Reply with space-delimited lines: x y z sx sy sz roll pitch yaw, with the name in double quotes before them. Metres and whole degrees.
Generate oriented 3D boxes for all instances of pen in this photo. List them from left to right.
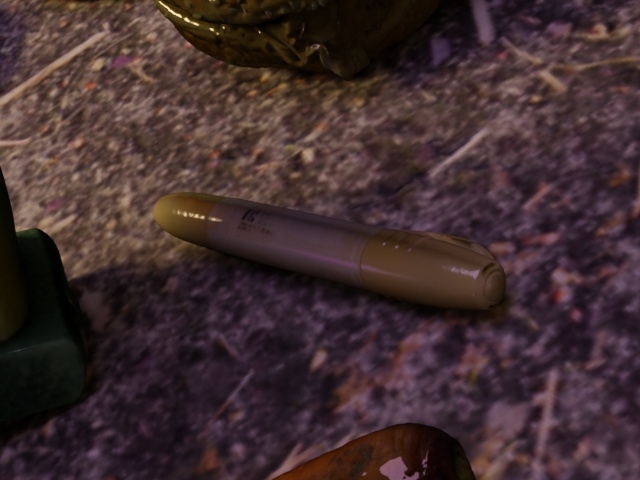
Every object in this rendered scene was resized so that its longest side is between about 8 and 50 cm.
"pen" 0.000 0.000 0.851 0.040 0.032 0.233 -30 30 -35

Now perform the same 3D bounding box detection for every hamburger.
"hamburger" -0.020 -0.193 0.983 0.215 0.122 0.189 28 73 40

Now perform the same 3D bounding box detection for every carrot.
"carrot" -0.010 0.120 0.714 0.161 0.055 0.055 -24 38 25

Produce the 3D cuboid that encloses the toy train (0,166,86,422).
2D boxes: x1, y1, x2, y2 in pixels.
"toy train" -0.261 -0.031 0.818 0.253 0.397 0.160 -16 34 -10
